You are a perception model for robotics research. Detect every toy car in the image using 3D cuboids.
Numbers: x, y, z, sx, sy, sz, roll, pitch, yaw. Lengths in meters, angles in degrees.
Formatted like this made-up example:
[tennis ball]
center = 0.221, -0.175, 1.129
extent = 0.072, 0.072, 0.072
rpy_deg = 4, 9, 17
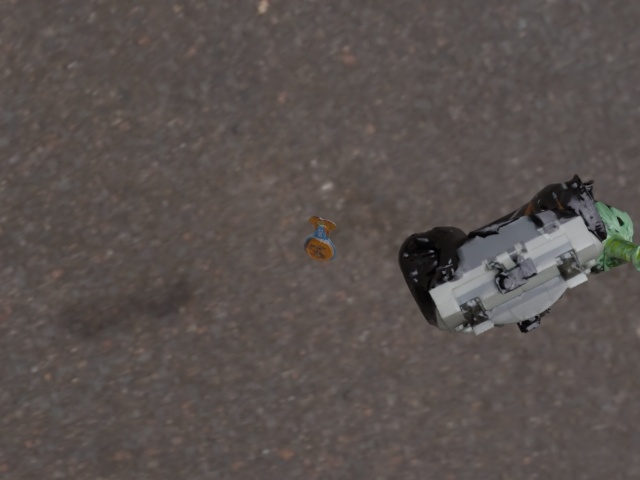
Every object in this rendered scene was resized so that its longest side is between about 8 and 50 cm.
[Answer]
[toy car]
center = 0.187, 0.026, 1.476
extent = 0.193, 0.301, 0.118
rpy_deg = -27, 80, 4

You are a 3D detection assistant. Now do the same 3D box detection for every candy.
[candy]
center = 0.351, 0.015, 1.636
extent = 0.091, 0.305, 0.083
rpy_deg = -23, 109, -20

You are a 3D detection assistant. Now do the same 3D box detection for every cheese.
[cheese]
center = 0.000, -0.001, 2.074
extent = 0.047, 0.111, 0.017
rpy_deg = 13, 59, 5
